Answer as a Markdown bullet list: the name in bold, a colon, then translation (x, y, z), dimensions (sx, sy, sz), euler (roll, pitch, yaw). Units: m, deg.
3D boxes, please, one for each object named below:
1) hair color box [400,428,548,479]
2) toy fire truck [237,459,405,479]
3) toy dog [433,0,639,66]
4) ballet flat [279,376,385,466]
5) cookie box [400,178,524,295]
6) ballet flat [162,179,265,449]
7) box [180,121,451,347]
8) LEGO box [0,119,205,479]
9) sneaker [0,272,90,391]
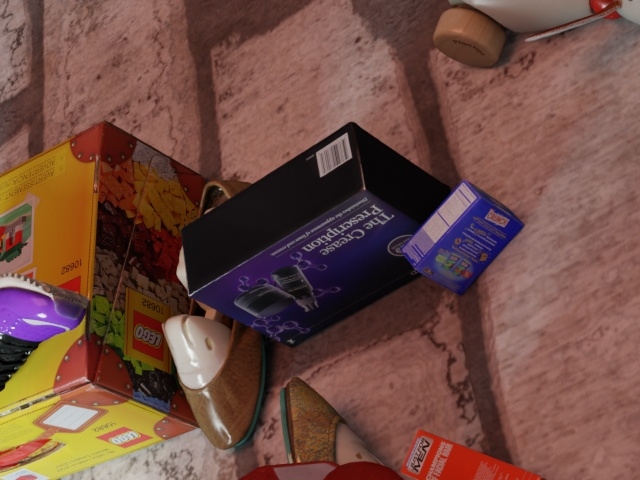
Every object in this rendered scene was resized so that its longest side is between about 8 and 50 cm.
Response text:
- **hair color box**: translation (0.172, 0.245, 1.606), dimensions (0.167, 0.093, 0.053), euler (15, 78, 46)
- **toy fire truck**: translation (-0.034, 0.343, 1.488), dimensions (0.169, 0.254, 0.302), euler (111, 150, -49)
- **toy dog**: translation (0.244, -0.297, 1.782), dimensions (0.333, 0.161, 0.220), euler (-17, 58, 37)
- **ballet flat**: translation (0.030, 0.298, 1.713), dimensions (0.123, 0.123, 0.349), euler (-29, 50, 30)
- **cookie box**: translation (0.155, -0.003, 1.759), dimensions (0.107, 0.092, 0.040), euler (-48, 47, 12)
- **ballet flat**: translation (-0.128, 0.076, 1.960), dimensions (0.116, 0.124, 0.342), euler (-11, 61, 40)
- **box**: translation (0.000, 0.000, 1.836), dimensions (0.261, 0.184, 0.103), euler (-31, 52, 28)
- **LEGO box**: translation (-0.397, 0.118, 2.140), dimensions (0.500, 0.193, 0.372), euler (-22, 55, 34)
- **sneaker**: translation (-0.381, 0.126, 1.916), dimensions (0.293, 0.102, 0.146), euler (-8, 67, 46)
